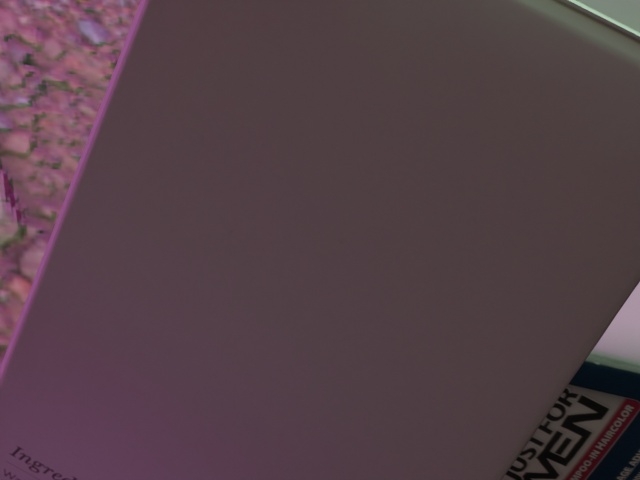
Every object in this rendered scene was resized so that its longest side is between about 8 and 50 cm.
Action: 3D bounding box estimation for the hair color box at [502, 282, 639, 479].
[{"bbox_3d":[0.226,0.051,0.904,0.347,0.105,0.174,14,44,-17],"label":"hair color box"}]

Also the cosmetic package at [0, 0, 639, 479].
[{"bbox_3d":[0.000,0.000,0.639,0.155,0.365,0.197,27,43,-2],"label":"cosmetic package"}]
